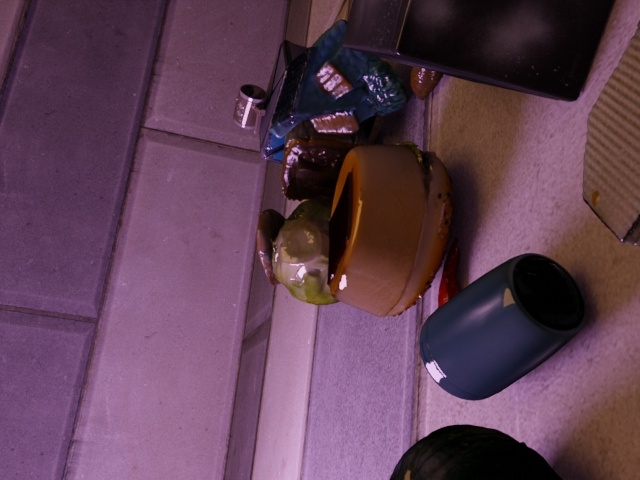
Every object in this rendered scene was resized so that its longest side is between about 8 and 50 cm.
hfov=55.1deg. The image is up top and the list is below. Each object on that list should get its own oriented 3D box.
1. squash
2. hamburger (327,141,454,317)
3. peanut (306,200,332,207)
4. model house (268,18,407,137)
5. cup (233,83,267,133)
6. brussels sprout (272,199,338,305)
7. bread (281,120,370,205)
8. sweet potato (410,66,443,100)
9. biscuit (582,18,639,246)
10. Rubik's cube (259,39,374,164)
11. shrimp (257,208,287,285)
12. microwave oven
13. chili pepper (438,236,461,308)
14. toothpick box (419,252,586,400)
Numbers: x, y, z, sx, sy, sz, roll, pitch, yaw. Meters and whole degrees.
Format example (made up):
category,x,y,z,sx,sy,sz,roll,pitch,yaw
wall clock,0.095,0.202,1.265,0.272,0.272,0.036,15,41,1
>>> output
category,x,y,z,sx,sy,sz,roll,pitch,yaw
squash,0.156,0.288,0.605,0.218,0.172,0.218,-171,90,-78
hamburger,0.112,-0.022,1.001,0.300,0.175,0.301,-170,90,-82
peanut,0.000,0.000,1.545,0.137,0.122,0.254,30,-116,-70
model house,0.013,-0.294,1.305,0.241,0.226,0.261,-43,13,-5
cup,-0.176,-0.342,1.614,0.074,0.102,0.099,-36,-22,-46
brussels sprout,-0.007,0.027,1.332,0.220,0.210,0.271,-65,-18,0
bread,0.010,-0.180,1.468,0.110,0.209,0.192,-82,0,-52
sweet potato,0.208,-0.334,1.101,0.226,0.068,0.068,121,155,-54
biscuit,0.314,-0.131,0.543,0.150,0.052,0.252,-96,22,-59
Rubik's cube,-0.013,-0.341,1.596,0.255,0.259,0.260,-104,27,-57
shrimp,-0.098,0.023,1.496,0.289,0.075,0.178,55,-144,-82
microwave oven,0.215,-0.431,0.781,0.374,0.236,0.433,-117,40,-68
chili pepper,0.194,0.075,0.921,0.045,0.027,0.178,139,143,-69
toothpick box,0.201,0.096,0.688,0.184,0.120,0.121,123,155,-51
